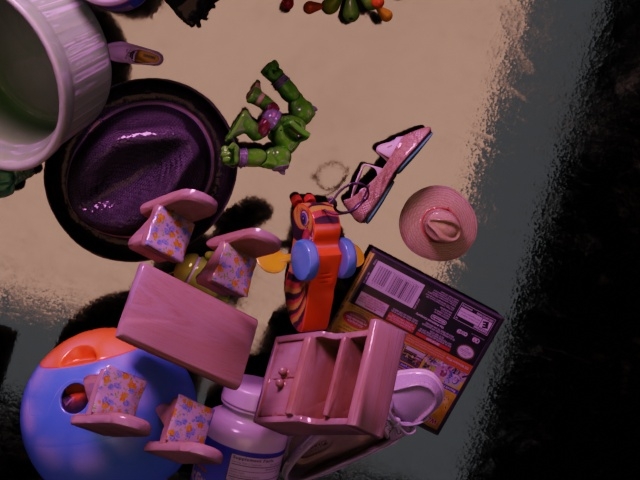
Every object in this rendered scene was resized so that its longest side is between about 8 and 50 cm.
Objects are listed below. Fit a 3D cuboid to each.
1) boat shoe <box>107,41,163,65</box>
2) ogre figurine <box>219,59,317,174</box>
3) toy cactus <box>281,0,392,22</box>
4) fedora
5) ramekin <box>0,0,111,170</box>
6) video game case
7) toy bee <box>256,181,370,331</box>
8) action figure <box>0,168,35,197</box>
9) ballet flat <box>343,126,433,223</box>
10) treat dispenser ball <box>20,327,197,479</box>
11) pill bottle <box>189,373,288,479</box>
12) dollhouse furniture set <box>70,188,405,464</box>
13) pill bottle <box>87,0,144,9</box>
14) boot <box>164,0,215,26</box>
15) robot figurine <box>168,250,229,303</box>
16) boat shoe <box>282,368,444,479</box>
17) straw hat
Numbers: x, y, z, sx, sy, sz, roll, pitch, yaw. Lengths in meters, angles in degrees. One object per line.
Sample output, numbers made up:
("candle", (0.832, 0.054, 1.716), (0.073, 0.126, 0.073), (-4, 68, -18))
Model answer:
("boat shoe", (-0.315, -0.312, 1.702), (0.100, 0.035, 0.035), (12, 98, -7))
("ogre figurine", (-0.082, -0.193, 1.707), (0.118, 0.097, 0.197), (31, 52, -14))
("toy cactus", (0.045, -0.454, 1.678), (0.219, 0.112, 0.181), (1, 97, 1))
("fedora", (-0.300, -0.109, 1.679), (0.334, 0.152, 0.334), (-1, 100, -5))
("ramekin", (-0.472, -0.274, 1.575), (0.303, 0.148, 0.303), (13, 121, 23))
("video game case", (0.152, 0.183, 1.826), (0.274, 0.035, 0.248), (28, 96, -9))
("toy bee", (0.000, 0.000, 1.743), (0.195, 0.162, 0.298), (20, 113, -39))
("action figure", (-0.595, -0.111, 1.698), (0.232, 0.063, 0.137), (-1, 98, -1))
("ballet flat", (0.111, -0.125, 1.756), (0.067, 0.073, 0.206), (36, 91, 5))
("treat dispenser ball", (-0.346, 0.288, 1.671), (0.288, 0.288, 0.288), (-1, 100, -5))
("pill bottle", (-0.143, 0.379, 1.774), (0.152, 0.152, 0.272), (12, 98, -7))
("dollhouse furniture set", (-0.108, 0.161, 1.537), (0.394, 0.256, 0.362), (30, 63, -33))
("pill bottle", (-0.323, -0.423, 1.589), (0.124, 0.221, 0.124), (-1, 100, -5))
("boot", (-0.218, -0.425, 1.689), (0.099, 0.045, 0.121), (-42, 101, 6))
("robot figurine", (-0.203, 0.066, 1.759), (0.115, 0.067, 0.101), (28, 104, -9))
("boat shoe", (0.074, 0.331, 1.782), (0.320, 0.103, 0.118), (-25, 111, 11))
("straw hat", (0.214, -0.025, 1.783), (0.144, 0.061, 0.145), (-1, 100, -5))
